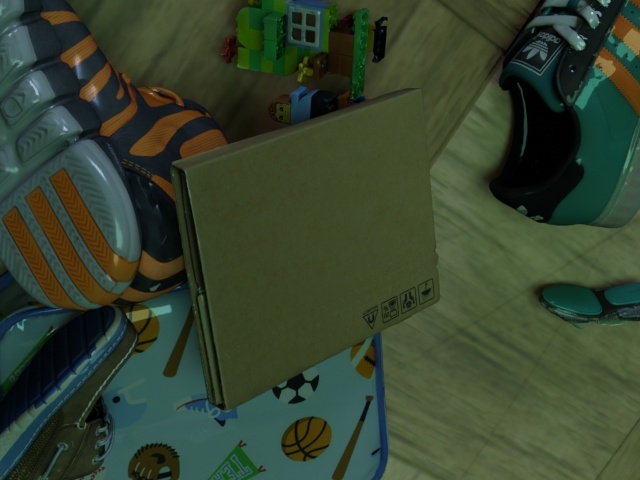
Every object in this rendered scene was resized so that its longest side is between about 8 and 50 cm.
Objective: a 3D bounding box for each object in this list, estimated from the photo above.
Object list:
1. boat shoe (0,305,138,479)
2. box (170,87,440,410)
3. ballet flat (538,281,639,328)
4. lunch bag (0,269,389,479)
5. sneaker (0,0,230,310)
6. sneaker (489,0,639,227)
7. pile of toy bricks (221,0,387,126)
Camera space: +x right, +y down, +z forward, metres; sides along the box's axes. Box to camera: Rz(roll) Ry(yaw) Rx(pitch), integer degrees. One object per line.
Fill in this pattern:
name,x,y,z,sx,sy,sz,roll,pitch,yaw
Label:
boat shoe,-0.167,0.117,0.659,0.066,0.066,0.183,36,108,-26
box,0.000,0.000,0.686,0.201,0.021,0.164,-23,116,-36
ballet flat,0.241,0.060,0.908,0.114,0.041,0.041,-2,108,-16
lunch bag,-0.102,0.119,0.776,0.304,0.115,0.243,-10,112,-16
sneaker,-0.174,-0.102,0.683,0.125,0.180,0.321,-29,83,23
sneaker,0.210,-0.153,0.790,0.121,0.108,0.302,2,108,-23
pile of toy bricks,-0.019,-0.139,0.737,0.105,0.118,0.212,13,119,18
